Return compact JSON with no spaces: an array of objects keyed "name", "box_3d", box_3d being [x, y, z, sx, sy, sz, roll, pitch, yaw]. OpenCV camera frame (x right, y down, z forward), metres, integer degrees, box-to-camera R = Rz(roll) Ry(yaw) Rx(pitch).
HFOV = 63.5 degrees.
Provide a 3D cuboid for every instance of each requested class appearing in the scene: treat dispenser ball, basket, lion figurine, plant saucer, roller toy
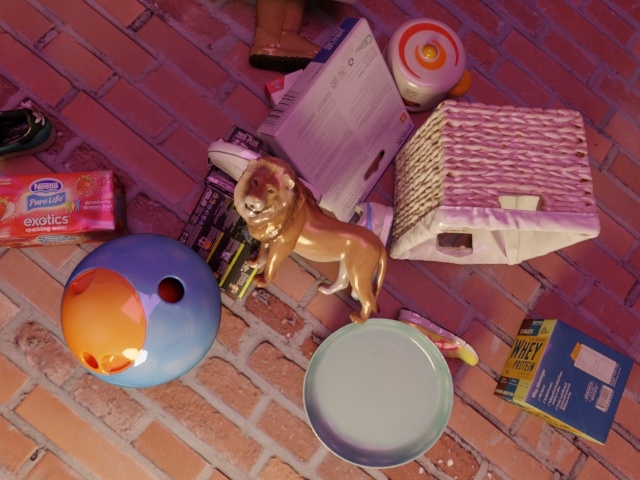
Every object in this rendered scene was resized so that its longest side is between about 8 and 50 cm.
[{"name":"treat dispenser ball","box_3d":[-0.333,0.130,0.978,0.288,0.288,0.288,1,80,-9]},{"name":"basket","box_3d":[0.343,-0.105,1.102,0.328,0.331,0.266,3,78,-9]},{"name":"lion figurine","box_3d":[0.000,0.000,1.020,0.392,0.142,0.240,20,110,-20]},{"name":"plant saucer","box_3d":[0.121,0.323,1.110,0.317,0.044,0.318,0,89,1]},{"name":"roller toy","box_3d":[0.240,-0.415,1.230,0.191,0.146,0.209,-21,85,-11]}]

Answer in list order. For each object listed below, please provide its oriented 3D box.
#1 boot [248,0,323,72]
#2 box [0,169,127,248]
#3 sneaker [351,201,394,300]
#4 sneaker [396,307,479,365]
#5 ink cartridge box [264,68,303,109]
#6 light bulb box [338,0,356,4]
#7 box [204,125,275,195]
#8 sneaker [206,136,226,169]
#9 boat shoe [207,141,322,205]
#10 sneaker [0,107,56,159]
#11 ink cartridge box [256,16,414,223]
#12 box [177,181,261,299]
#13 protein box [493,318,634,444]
[{"name":"boot","box_3d":[-0.049,-0.538,1.238,0.236,0.089,0.269,9,77,-9]},{"name":"box","box_3d":[-0.541,-0.062,1.061,0.257,0.122,0.128,-4,80,-9]},{"name":"sneaker","box_3d":[0.098,0.023,1.170,0.092,0.087,0.229,14,75,3]},{"name":"sneaker","box_3d":[0.254,0.235,1.163,0.208,0.081,0.094,28,85,3]},{"name":"ink cartridge box","box_3d":[-0.058,-0.315,1.213,0.099,0.056,0.135,-25,84,-12]},{"name":"light bulb box","box_3d":[-0.061,-0.761,1.152,0.361,0.225,0.358,10,58,-7]},{"name":"box","box_3d":[-0.145,-0.142,1.159,0.180,0.077,0.147,28,78,-4]},{"name":"sneaker","box_3d":[-0.235,-0.200,1.176,0.032,0.037,0.083,17,77,-4]},{"name":"boat shoe","box_3d":[-0.124,-0.117,1.069,0.258,0.095,0.084,25,73,-3]},{"name":"sneaker","box_3d":[-0.713,-0.203,1.059,0.302,0.121,0.108,-25,85,-12]},{"name":"ink cartridge box","box_3d":[0.053,-0.248,1.143,0.071,0.330,0.324,24,72,39]},{"name":"box","box_3d":[-0.201,0.002,1.106,0.184,0.045,0.191,29,102,-5]},{"name":"protein box","box_3d":[0.540,0.308,1.158,0.201,0.136,0.200,28,78,-3]}]
